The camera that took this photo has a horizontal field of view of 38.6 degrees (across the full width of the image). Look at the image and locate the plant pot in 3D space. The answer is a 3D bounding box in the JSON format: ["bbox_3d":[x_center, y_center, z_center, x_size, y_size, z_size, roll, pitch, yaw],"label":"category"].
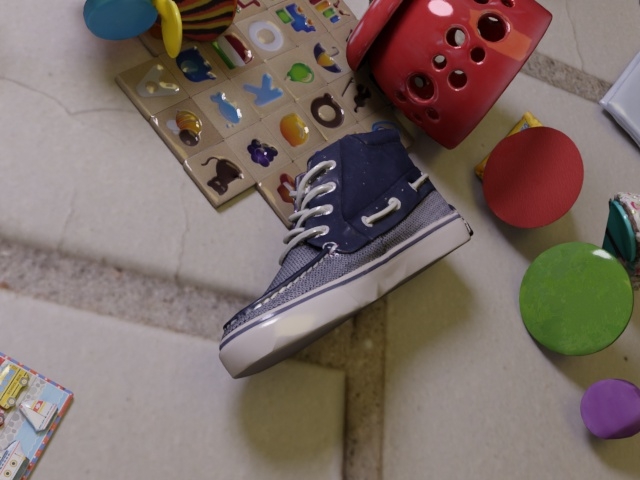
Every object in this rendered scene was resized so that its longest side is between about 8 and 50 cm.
[{"bbox_3d":[0.139,-0.228,1.038,0.174,0.191,0.191,38,51,-1],"label":"plant pot"}]

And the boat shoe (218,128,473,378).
[{"bbox_3d":[0.000,0.000,0.885,0.341,0.127,0.158,-27,81,-48],"label":"boat shoe"}]

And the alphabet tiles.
[{"bbox_3d":[-0.047,-0.175,1.023,0.343,0.011,0.285,-35,85,-39],"label":"alphabet tiles"}]

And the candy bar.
[{"bbox_3d":[0.241,-0.114,1.155,0.040,0.018,0.161,47,50,0],"label":"candy bar"}]

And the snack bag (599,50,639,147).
[{"bbox_3d":[0.593,-0.159,1.379,0.342,0.037,0.323,46,51,-4],"label":"snack bag"}]

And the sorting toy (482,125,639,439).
[{"bbox_3d":[0.305,0.048,1.067,0.126,0.127,0.365,12,59,-58],"label":"sorting toy"}]

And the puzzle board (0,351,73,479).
[{"bbox_3d":[-0.264,0.149,0.712,0.096,0.011,0.128,32,53,-12],"label":"puzzle board"}]

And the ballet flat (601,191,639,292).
[{"bbox_3d":[0.367,-0.005,1.042,0.077,0.241,0.091,-19,71,6],"label":"ballet flat"}]

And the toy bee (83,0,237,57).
[{"bbox_3d":[-0.178,-0.260,0.852,0.298,0.162,0.195,-30,88,-49],"label":"toy bee"}]
